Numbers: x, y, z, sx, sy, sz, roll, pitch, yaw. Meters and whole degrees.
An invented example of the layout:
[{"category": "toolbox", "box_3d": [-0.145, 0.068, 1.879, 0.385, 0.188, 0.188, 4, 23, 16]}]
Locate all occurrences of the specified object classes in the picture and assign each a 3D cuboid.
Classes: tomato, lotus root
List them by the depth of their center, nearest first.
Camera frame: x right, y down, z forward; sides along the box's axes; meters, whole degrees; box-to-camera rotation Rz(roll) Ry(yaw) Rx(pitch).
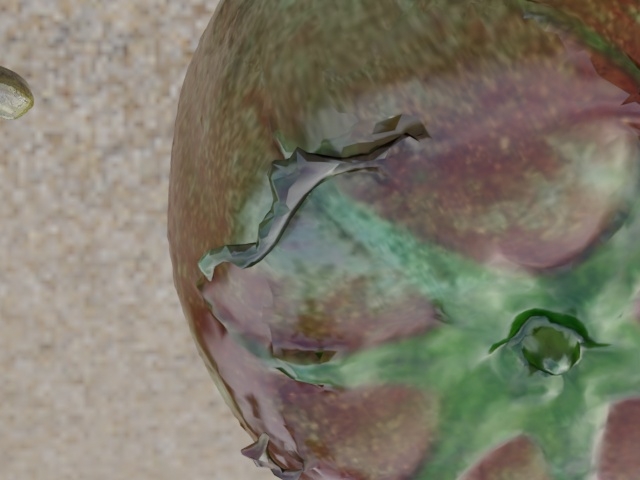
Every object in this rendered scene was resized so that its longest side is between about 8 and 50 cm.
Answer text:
[{"category": "tomato", "box_3d": [0.078, -0.024, 0.810, 0.304, 0.239, 0.303, -2, 127, -2]}, {"category": "lotus root", "box_3d": [-0.325, -0.149, 1.854, 0.099, 0.049, 0.054, 17, -179, -40]}]
